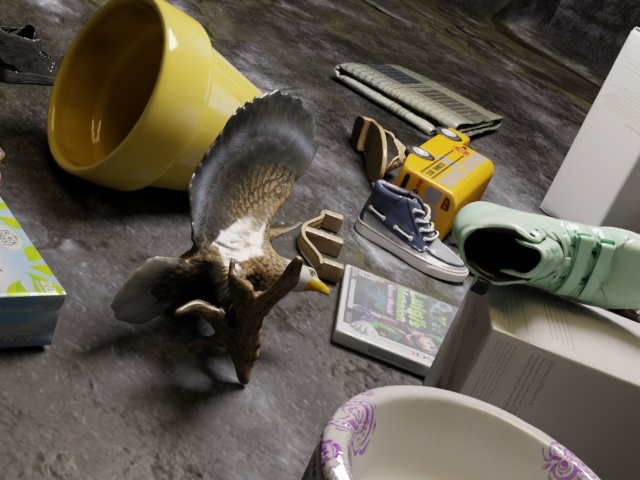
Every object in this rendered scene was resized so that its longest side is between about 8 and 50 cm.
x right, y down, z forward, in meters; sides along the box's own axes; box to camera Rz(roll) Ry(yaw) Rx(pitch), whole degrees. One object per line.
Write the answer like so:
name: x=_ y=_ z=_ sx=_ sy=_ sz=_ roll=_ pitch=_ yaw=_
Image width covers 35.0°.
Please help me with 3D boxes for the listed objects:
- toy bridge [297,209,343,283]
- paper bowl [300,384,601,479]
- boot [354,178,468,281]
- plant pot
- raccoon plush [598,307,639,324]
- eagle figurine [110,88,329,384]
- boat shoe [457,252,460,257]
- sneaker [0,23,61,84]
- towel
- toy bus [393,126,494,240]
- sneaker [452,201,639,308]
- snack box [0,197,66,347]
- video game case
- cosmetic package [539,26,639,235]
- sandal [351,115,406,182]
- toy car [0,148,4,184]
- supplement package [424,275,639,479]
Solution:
toy bridge: x=0.000 y=0.000 z=1.433 sx=0.063 sy=0.026 sz=0.188 roll=19 pitch=24 yaw=-8
paper bowl: x=0.109 y=0.260 z=0.834 sx=0.284 sy=0.148 sz=0.284 roll=20 pitch=24 yaw=-9
boot: x=0.147 y=-0.015 z=1.522 sx=0.190 sy=0.086 sz=0.069 roll=28 pitch=24 yaw=10
plant pot: x=-0.199 y=-0.170 z=1.372 sx=0.239 sy=0.254 sz=0.254 roll=24 pitch=17 yaw=-43
raccoon plush: x=0.501 y=0.234 z=1.308 sx=0.446 sy=0.216 sz=0.299 roll=-2 pitch=34 yaw=23
eagle figurine: x=-0.087 y=0.004 z=1.129 sx=0.225 sy=0.226 sz=0.298 roll=51 pitch=22 yaw=-40
boat shoe: x=0.251 y=-0.007 z=1.637 sx=0.072 sy=0.068 sz=0.190 roll=14 pitch=23 yaw=7
sneaker: x=-0.443 y=-0.288 z=1.556 sx=0.051 sy=0.089 sz=0.170 roll=36 pitch=27 yaw=26
towel: x=0.227 y=-0.314 z=2.291 sx=0.324 sy=0.056 sz=0.312 roll=31 pitch=22 yaw=22
toy bus: x=0.202 y=-0.098 z=1.721 sx=0.130 sy=0.108 sz=0.332 roll=29 pitch=24 yaw=12
sneaker: x=0.261 y=0.031 z=1.076 sx=0.255 sy=0.094 sz=0.151 roll=14 pitch=14 yaw=7
snack box: x=-0.372 y=0.022 z=0.992 sx=0.174 sy=0.070 sz=0.207 roll=1 pitch=33 yaw=-40
video game case: x=0.104 y=0.107 z=1.308 sx=0.173 sy=0.022 sz=0.190 roll=22 pitch=23 yaw=-4
cosmetic package: x=0.609 y=-0.179 z=1.923 sx=0.217 sy=0.385 sz=0.156 roll=7 pitch=30 yaw=-38
sandal: x=0.119 y=-0.164 z=1.811 sx=0.079 sy=0.088 sz=0.240 roll=10 pitch=21 yaw=-15
toy car: x=-0.397 y=-0.096 z=1.242 sx=0.040 sy=0.060 sz=0.122 roll=49 pitch=23 yaw=-22
supplement package: x=0.281 y=0.180 z=1.122 sx=0.292 sy=0.175 sz=0.177 roll=21 pitch=22 yaw=-3
